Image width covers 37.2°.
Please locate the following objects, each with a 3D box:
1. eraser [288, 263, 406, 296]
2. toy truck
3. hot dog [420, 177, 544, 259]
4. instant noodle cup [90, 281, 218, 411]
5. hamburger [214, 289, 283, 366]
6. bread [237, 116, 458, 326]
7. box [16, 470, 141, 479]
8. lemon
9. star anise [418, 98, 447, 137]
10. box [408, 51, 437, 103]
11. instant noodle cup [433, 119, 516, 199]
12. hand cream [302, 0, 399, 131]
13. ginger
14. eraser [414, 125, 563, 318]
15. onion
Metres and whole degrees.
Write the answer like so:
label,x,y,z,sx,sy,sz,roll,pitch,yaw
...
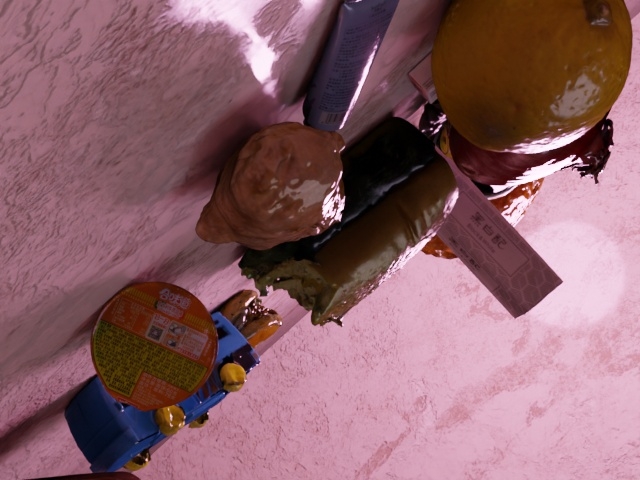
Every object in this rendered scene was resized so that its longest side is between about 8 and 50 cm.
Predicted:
label,x,y,z,sx,sy,sz,roll,pitch,yaw
eraser,0.063,0.029,1.963,0.287,0.086,0.130,-13,154,-27
toy truck,-0.275,0.271,1.694,0.161,0.162,0.385,-46,170,33
hot dog,0.326,-0.122,2.118,0.387,0.267,0.174,-43,164,-11
instant noodle cup,-0.212,0.134,1.295,0.168,0.168,0.185,-41,180,0
hamburger,-0.171,0.177,1.938,0.177,0.113,0.185,-30,160,-32
bread,0.061,-0.028,1.577,0.376,0.208,0.251,-44,178,-13
box,-0.424,0.475,1.419,0.340,0.239,0.229,-4,172,-5
lemon,0.265,-0.235,1.210,0.267,0.267,0.267,-41,173,-6
star anise,0.211,-0.230,1.660,0.124,0.056,0.129,-50,178,-13
box,0.192,-0.265,1.409,0.125,0.043,0.089,-42,173,6
instant noodle cup,0.340,-0.216,1.936,0.215,0.215,0.236,-40,166,-10
hand cream,0.032,-0.188,0.998,0.088,0.055,0.256,-27,165,-25
ginger,-0.043,-0.056,1.098,0.190,0.126,0.354,-38,173,7
eraser,0.278,-0.033,1.803,0.096,0.404,0.098,-41,174,-16
onion,0.383,-0.217,1.592,0.347,0.285,0.347,-48,-174,7
